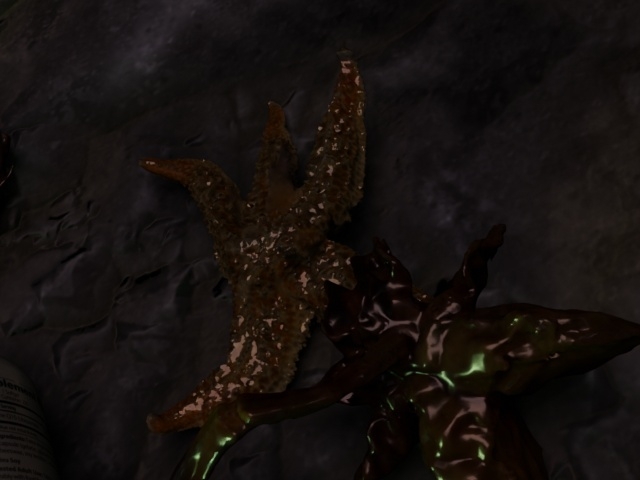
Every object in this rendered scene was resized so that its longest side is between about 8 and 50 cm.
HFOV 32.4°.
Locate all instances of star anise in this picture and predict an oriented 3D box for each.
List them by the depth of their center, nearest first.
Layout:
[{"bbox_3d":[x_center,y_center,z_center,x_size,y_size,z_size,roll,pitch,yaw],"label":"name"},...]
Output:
[{"bbox_3d":[0.049,0.114,0.728,0.346,0.148,0.237,-20,82,-3],"label":"star anise"}]

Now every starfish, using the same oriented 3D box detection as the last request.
[{"bbox_3d":[-0.013,-0.021,0.875,0.301,0.084,0.293,-20,58,8],"label":"starfish"}]

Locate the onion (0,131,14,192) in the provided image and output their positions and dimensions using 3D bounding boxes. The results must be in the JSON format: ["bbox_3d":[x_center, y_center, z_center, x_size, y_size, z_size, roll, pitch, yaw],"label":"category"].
[{"bbox_3d":[-0.409,-0.055,0.933,0.206,0.216,0.207,9,70,24],"label":"onion"}]

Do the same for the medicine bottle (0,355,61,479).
[{"bbox_3d":[-0.261,0.184,0.774,0.157,0.157,0.289,-25,56,-1],"label":"medicine bottle"}]
